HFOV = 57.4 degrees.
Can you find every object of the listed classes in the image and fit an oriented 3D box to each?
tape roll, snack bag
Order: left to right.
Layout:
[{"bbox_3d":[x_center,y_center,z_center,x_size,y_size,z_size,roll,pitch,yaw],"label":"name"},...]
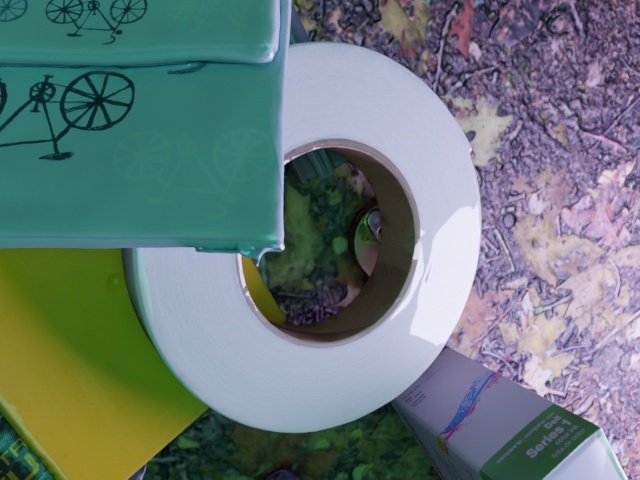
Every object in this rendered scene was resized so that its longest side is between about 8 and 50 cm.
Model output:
[{"bbox_3d":[-0.185,-0.149,0.485,0.322,0.037,0.343,0,74,3],"label":"snack bag"},{"bbox_3d":[0.000,0.000,0.602,0.391,0.072,0.393,-5,101,-26],"label":"tape roll"}]

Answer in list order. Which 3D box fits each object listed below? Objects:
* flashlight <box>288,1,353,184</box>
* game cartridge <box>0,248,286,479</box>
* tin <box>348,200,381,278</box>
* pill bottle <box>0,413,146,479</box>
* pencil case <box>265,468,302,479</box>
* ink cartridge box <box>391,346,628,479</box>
[{"bbox_3d":[-0.060,-0.207,0.629,0.304,0.103,0.103,63,35,-19],"label":"flashlight"},{"bbox_3d":[-0.210,0.045,0.584,0.285,0.052,0.324,-38,106,-33],"label":"game cartridge"},{"bbox_3d":[0.112,0.030,0.750,0.106,0.040,0.190,-44,108,-11],"label":"tin"},{"bbox_3d":[-0.309,0.197,0.596,0.130,0.130,0.246,-44,108,-6],"label":"pill bottle"},{"bbox_3d":[-0.005,0.381,0.742,0.086,0.088,0.206,-44,109,-5],"label":"pencil case"},{"bbox_3d":[0.226,0.270,0.696,0.117,0.278,0.202,-36,107,-12],"label":"ink cartridge box"}]
